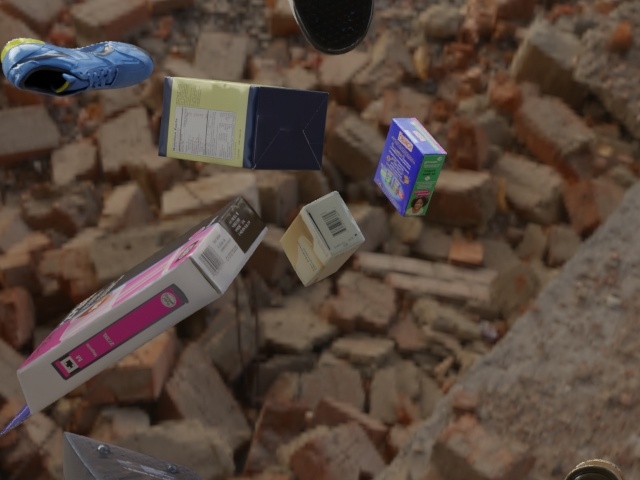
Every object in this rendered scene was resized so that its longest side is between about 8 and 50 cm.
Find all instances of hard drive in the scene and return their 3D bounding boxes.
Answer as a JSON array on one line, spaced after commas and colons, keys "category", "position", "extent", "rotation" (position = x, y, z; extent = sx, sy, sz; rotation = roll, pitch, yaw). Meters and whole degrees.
[{"category": "hard drive", "position": [-0.159, 0.269, 1.353], "extent": [0.172, 0.054, 0.255], "rotation": [22, 2, -29]}]

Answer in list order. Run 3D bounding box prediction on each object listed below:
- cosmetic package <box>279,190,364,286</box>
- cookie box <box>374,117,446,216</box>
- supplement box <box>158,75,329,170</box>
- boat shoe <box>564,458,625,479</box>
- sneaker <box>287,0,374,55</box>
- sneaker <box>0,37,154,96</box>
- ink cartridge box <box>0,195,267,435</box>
[{"category": "cosmetic package", "position": [0.000, 0.000, 1.367], "extent": [0.041, 0.115, 0.060], "rotation": [-27, 80, -20]}, {"category": "cookie box", "position": [0.123, -0.102, 1.898], "extent": [0.040, 0.107, 0.092], "rotation": [-7, 41, -29]}, {"category": "supplement box", "position": [-0.053, -0.080, 0.943], "extent": [0.083, 0.056, 0.083], "rotation": [10, 7, 33]}, {"category": "boat shoe", "position": [0.356, 0.426, 1.693], "extent": [0.111, 0.104, 0.307], "rotation": [1, 87, 18]}, {"category": "sneaker", "position": [-0.011, -0.300, 1.419], "extent": [0.090, 0.145, 0.270], "rotation": [-15, 79, -8]}, {"category": "sneaker", "position": [-0.308, -0.213, 1.772], "extent": [0.209, 0.069, 0.082], "rotation": [-1, 40, -32]}, {"category": "ink cartridge box", "position": [-0.236, 0.091, 1.611], "extent": [0.069, 0.371, 0.176], "rotation": [50, 27, -10]}]
